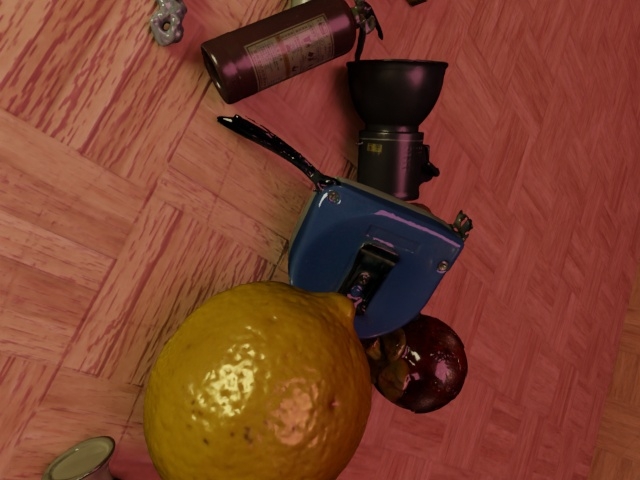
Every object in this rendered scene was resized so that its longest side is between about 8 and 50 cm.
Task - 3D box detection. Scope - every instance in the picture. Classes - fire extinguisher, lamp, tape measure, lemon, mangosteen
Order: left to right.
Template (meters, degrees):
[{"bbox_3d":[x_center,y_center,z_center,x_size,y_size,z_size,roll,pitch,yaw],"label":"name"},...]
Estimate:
[{"bbox_3d":[-0.060,0.160,0.486,0.228,0.228,0.254,50,63,-34],"label":"lemon"},{"bbox_3d":[-0.021,-0.230,0.537,0.231,0.071,0.099,-28,152,-14],"label":"fire extinguisher"},{"bbox_3d":[0.000,0.000,0.583,0.351,0.098,0.215,22,111,-14],"label":"tape measure"},{"bbox_3d":[0.113,-0.147,0.679,0.172,0.147,0.228,-13,112,-38],"label":"lamp"},{"bbox_3d":[0.139,0.191,0.720,0.180,0.166,0.166,18,83,-25],"label":"mangosteen"}]

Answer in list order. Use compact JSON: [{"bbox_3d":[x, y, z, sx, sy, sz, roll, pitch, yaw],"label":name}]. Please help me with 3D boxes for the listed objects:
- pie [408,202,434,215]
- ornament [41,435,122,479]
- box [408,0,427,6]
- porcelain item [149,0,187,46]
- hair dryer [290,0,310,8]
[{"bbox_3d":[0.131,0.024,0.741,0.195,0.046,0.195,-31,132,-41],"label":"pie"},{"bbox_3d":[-0.218,0.286,0.466,0.074,0.081,0.156,-18,107,-4],"label":"ornament"},{"bbox_3d":[0.093,-0.506,0.667,0.279,0.041,0.153,21,80,-42],"label":"box"},{"bbox_3d":[-0.160,-0.248,0.478,0.036,0.028,0.083,11,88,-29],"label":"porcelain item"},{"bbox_3d":[-0.067,-0.332,0.540,0.267,0.092,0.229,-14,111,-26],"label":"hair dryer"}]
